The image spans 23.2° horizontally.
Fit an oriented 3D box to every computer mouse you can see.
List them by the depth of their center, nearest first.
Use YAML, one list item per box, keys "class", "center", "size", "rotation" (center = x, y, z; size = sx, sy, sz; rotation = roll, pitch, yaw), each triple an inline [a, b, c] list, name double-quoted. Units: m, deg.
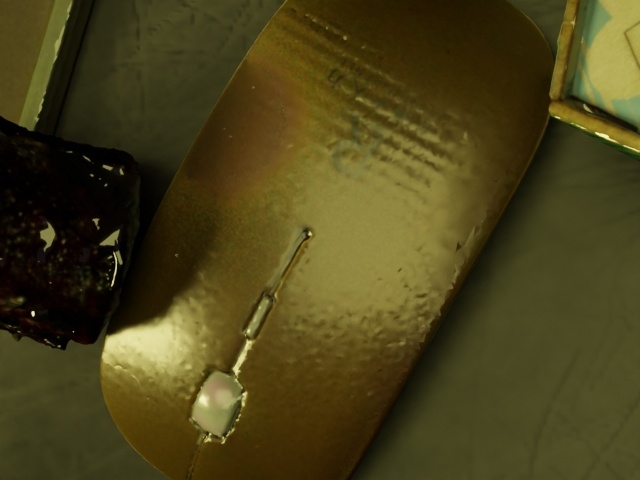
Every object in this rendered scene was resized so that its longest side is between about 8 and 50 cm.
- class: "computer mouse"
  center: [0.000, 0.000, 0.638]
  size: [0.126, 0.056, 0.245]
  rotation: [32, 98, 13]

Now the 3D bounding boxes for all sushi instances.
- class: "sushi"
  center: [-0.121, 0.002, 0.640]
  size: [0.084, 0.094, 0.098]
  rotation: [15, 89, -20]

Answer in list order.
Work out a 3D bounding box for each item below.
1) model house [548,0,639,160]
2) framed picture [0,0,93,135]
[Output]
- class: "model house"
  center: [0.182, -0.084, 0.511]
  size: [0.206, 0.178, 0.271]
  rotation: [-35, 60, 31]
- class: "framed picture"
  center: [-0.249, -0.143, 0.720]
  size: [0.315, 0.024, 0.232]
  rotation: [19, 93, 13]
